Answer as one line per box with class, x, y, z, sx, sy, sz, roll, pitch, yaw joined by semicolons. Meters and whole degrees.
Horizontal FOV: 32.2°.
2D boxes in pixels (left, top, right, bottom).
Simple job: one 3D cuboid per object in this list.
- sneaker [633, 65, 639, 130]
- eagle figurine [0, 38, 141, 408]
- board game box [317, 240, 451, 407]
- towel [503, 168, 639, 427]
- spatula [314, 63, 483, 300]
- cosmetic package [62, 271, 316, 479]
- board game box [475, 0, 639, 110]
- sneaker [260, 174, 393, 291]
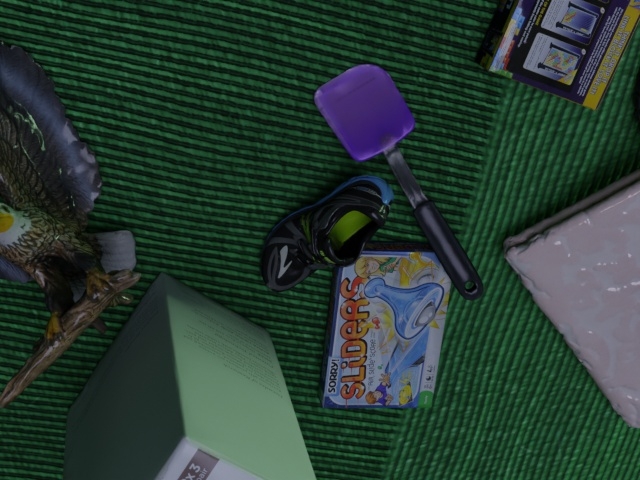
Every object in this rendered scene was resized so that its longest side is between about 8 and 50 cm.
sneaker;0.454;-0.223;1.200;0.129;0.111;0.297;16;114;-30
eagle figurine;-0.316;-0.030;1.104;0.298;0.225;0.226;47;53;5
board game box;0.075;0.099;1.291;0.136;0.035;0.201;1;111;-12
towel;0.426;0.048;1.293;0.317;0.053;0.332;-31;116;18
spatula;0.101;-0.056;1.215;0.084;0.030;0.296;-32;107;2
cosmetic package;-0.142;0.213;1.101;0.156;0.385;0.217;31;103;-21
board game box;0.265;-0.242;1.185;0.141;0.048;0.170;17;107;-19
sneaker;0.000;0.000;1.199;0.188;0.078;0.067;-35;118;30
